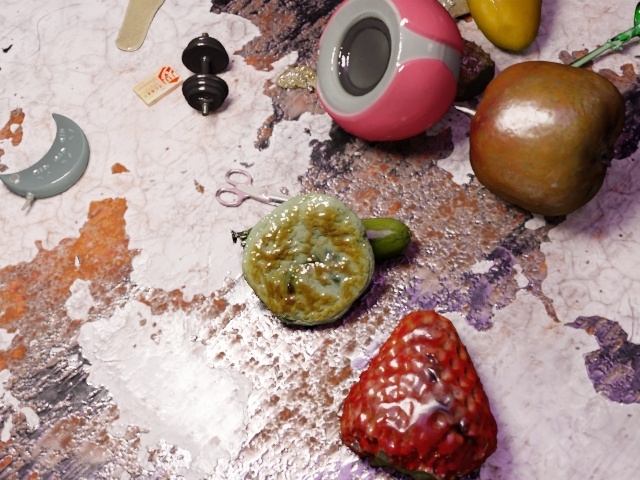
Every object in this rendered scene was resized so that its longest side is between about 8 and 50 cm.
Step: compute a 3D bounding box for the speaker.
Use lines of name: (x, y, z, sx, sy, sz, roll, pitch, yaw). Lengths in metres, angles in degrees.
speaker: (0.127, -0.324, 1.571, 0.294, 0.294, 0.294, -2, 63, 3)

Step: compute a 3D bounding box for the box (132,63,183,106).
box: (-0.341, -0.326, 1.751, 0.093, 0.015, 0.058, -39, 68, -15)

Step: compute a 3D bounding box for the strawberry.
strawberry: (0.179, 0.253, 1.342, 0.253, 0.150, 0.280, 31, 71, 18)

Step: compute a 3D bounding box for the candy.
candy: (0.592, -0.397, 1.698, 0.323, 0.097, 0.097, -31, 64, -2)

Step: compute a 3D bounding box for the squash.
squash: (0.000, 0.001, 1.517, 0.331, 0.087, 0.087, -1, 63, 1)

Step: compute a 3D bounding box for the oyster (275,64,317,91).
oyster: (-0.046, -0.333, 1.722, 0.083, 0.038, 0.081, -23, 65, -9)

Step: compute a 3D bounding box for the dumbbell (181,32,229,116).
dumbbell: (-0.235, -0.341, 1.705, 0.099, 0.099, 0.209, -5, 63, 2)

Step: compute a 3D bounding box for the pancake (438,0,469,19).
pancake: (0.214, -0.561, 1.814, 0.282, 0.049, 0.282, -2, 64, 3)

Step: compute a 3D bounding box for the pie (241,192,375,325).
pie: (-0.022, 0.035, 1.455, 0.240, 0.054, 0.241, 0, 101, 3)

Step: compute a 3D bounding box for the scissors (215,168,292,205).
scissors: (-0.114, -0.088, 1.608, 0.176, 0.022, 0.085, 16, 62, 16)

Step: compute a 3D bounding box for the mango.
mango: (0.378, -0.518, 1.722, 0.175, 0.139, 0.255, 14, 67, -14)

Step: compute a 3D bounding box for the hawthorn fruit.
hawthorn fruit: (0.382, -0.198, 1.505, 0.300, 0.268, 0.268, 27, 68, 19)

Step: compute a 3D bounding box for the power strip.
power strip: (-0.543, -0.151, 1.660, 0.137, 0.044, 0.216, 25, 67, 15)

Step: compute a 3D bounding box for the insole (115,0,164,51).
insole: (-0.394, -0.519, 1.858, 0.081, 0.011, 0.248, 11, 64, 9)

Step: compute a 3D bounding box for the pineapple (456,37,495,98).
pineapple: (0.266, -0.378, 1.685, 0.108, 0.108, 0.198, -30, 65, -11)
